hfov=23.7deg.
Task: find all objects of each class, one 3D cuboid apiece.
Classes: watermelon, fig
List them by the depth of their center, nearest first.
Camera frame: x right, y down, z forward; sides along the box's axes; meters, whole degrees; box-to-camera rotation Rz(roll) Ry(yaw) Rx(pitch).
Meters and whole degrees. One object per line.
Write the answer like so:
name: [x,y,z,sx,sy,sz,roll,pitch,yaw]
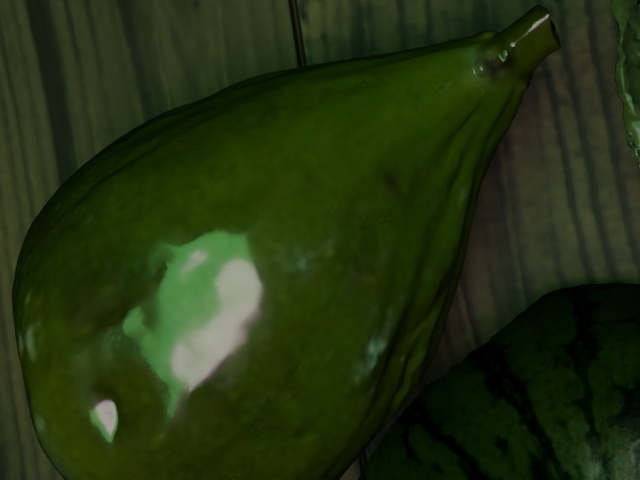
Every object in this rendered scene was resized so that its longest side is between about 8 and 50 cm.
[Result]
watermelon: [0.154,0.196,0.790,0.330,0.189,0.331,1,93,21]
fig: [-0.004,0.024,0.812,0.314,0.233,0.233,-16,88,6]

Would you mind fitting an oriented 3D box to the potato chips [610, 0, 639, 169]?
potato chips: [0.349,-0.046,0.739,0.358,0.070,0.429,-30,82,-1]
